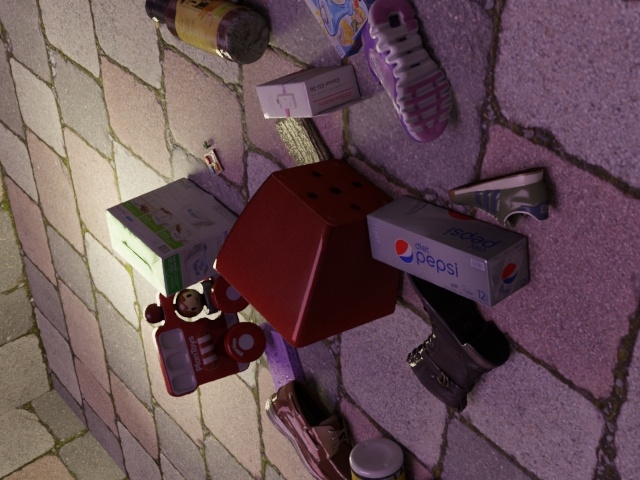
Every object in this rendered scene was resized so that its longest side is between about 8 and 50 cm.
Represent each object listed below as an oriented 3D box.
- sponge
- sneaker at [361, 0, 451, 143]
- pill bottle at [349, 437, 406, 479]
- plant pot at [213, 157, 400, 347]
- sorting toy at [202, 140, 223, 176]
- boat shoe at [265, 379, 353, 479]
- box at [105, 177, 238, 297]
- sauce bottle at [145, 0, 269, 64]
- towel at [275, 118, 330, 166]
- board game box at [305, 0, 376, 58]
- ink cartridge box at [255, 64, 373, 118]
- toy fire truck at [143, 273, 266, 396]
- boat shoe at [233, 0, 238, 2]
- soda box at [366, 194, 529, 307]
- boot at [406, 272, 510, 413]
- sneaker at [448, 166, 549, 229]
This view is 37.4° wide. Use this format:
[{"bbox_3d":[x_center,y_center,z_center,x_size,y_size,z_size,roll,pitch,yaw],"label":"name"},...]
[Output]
[{"bbox_3d":[-0.090,0.307,2.332,0.117,0.031,0.210,9,121,54],"label":"sponge"},{"bbox_3d":[0.129,-0.266,1.516,0.104,0.095,0.236,-22,89,66],"label":"sneaker"},{"bbox_3d":[0.133,0.552,2.092,0.119,0.119,0.208,26,134,46],"label":"pill bottle"},{"bbox_3d":[0.000,0.000,1.767,0.267,0.267,0.235,42,130,32],"label":"plant pot"},{"bbox_3d":[-0.260,-0.193,2.229,0.062,0.012,0.083,-23,93,60],"label":"sorting toy"},{"bbox_3d":[0.007,0.462,2.219,0.324,0.123,0.116,44,121,12],"label":"boat shoe"},{"bbox_3d":[-0.349,-0.017,2.282,0.262,0.231,0.126,35,139,39],"label":"box"},{"bbox_3d":[-0.243,-0.445,1.914,0.344,0.111,0.111,29,135,42],"label":"sauce bottle"},{"bbox_3d":[-0.034,-0.192,1.872,0.148,0.027,0.110,61,150,3],"label":"towel"},{"bbox_3d":[0.022,-0.428,1.598,0.201,0.035,0.136,58,149,9],"label":"board game box"},{"bbox_3d":[-0.012,-0.267,1.695,0.198,0.115,0.067,9,120,53],"label":"ink cartridge box"},{"bbox_3d":[-0.290,0.206,2.304,0.169,0.254,0.302,-9,97,68],"label":"toy fire truck"},{"bbox_3d":[-0.202,-0.545,1.849,0.065,0.075,0.206,-46,59,13],"label":"boat shoe"},{"bbox_3d":[0.209,0.012,1.587,0.286,0.098,0.091,24,133,48],"label":"soda box"},{"bbox_3d":[0.210,0.180,1.721,0.263,0.091,0.229,53,148,13],"label":"boot"},{"bbox_3d":[0.277,-0.055,1.464,0.192,0.064,0.086,-10,99,55],"label":"sneaker"}]
